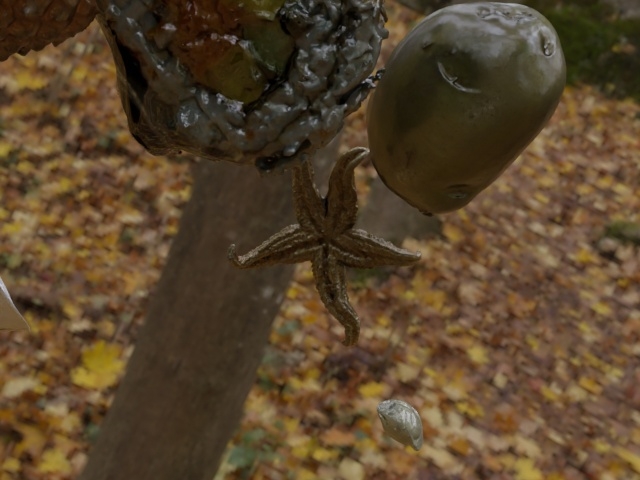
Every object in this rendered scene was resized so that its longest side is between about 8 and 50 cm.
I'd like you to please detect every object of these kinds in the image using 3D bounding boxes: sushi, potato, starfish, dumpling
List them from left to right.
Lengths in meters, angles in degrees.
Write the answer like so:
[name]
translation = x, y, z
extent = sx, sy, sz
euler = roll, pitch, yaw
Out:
[sushi]
translation = -0.098, -0.279, 1.551
extent = 0.417, 0.417, 0.176
euler = 29, 24, 11
[starfish]
translation = 0.002, -0.001, 2.029
extent = 0.375, 0.327, 0.094
euler = 68, 23, -2
[dumpling]
translation = 0.114, 0.247, 1.650
extent = 0.077, 0.043, 0.059
euler = 29, 36, 21
[potato]
translation = 0.197, -0.200, 1.736
extent = 0.243, 0.326, 0.221
euler = 52, 31, 13

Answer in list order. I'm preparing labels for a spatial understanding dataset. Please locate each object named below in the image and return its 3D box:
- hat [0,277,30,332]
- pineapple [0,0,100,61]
[hat]
translation = -0.536, 0.084, 1.809
extent = 0.203, 0.126, 0.203
euler = 55, -14, 21
[pineapple]
translation = -0.448, -0.291, 1.374
extent = 0.357, 0.223, 0.223
euler = -18, 23, -9
